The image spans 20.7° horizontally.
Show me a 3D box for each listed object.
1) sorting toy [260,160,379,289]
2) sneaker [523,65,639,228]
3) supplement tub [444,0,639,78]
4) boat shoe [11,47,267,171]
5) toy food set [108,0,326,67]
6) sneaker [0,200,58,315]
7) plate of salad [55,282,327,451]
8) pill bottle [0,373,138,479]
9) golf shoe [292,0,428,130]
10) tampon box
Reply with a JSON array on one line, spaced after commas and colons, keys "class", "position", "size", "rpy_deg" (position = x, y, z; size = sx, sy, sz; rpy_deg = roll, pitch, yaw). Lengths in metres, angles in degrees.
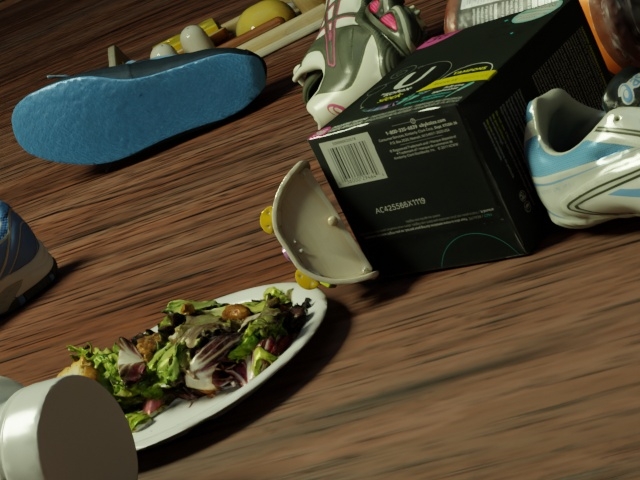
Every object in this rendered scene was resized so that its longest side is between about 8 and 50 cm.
[{"class": "sorting toy", "position": [0.000, 0.000, 1.081], "size": [0.045, 0.083, 0.075], "rpy_deg": [-33, -9, 5]}, {"class": "sneaker", "position": [0.198, -0.052, 0.925], "size": [0.085, 0.086, 0.237], "rpy_deg": [-36, 20, -35]}, {"class": "supplement tub", "position": [0.189, -0.160, 1.232], "size": [0.198, 0.106, 0.106], "rpy_deg": [-7, 26, 48]}, {"class": "boat shoe", "position": [-0.173, -0.129, 1.736], "size": [0.258, 0.109, 0.089], "rpy_deg": [-6, 13, 10]}, {"class": "toy food set", "position": [-0.101, -0.264, 2.004], "size": [0.306, 0.092, 0.220], "rpy_deg": [-26, 17, -1]}, {"class": "sneaker", "position": [-0.309, 0.046, 1.399], "size": [0.080, 0.081, 0.211], "rpy_deg": [-6, 27, 46]}, {"class": "plate of salad", "position": [-0.090, 0.070, 1.054], "size": [0.200, 0.048, 0.200], "rpy_deg": [-24, 16, 7]}, {"class": "pill bottle", "position": [-0.192, 0.129, 0.920], "size": [0.180, 0.108, 0.108], "rpy_deg": [-18, 18, 28]}, {"class": "golf shoe", "position": [0.024, -0.166, 1.511], "size": [0.120, 0.105, 0.273], "rpy_deg": [-33, 16, 2]}, {"class": "tampon box", "position": [0.096, -0.065, 1.084], "size": [0.120, 0.101, 0.161], "rpy_deg": [-12, 22, 40]}]
